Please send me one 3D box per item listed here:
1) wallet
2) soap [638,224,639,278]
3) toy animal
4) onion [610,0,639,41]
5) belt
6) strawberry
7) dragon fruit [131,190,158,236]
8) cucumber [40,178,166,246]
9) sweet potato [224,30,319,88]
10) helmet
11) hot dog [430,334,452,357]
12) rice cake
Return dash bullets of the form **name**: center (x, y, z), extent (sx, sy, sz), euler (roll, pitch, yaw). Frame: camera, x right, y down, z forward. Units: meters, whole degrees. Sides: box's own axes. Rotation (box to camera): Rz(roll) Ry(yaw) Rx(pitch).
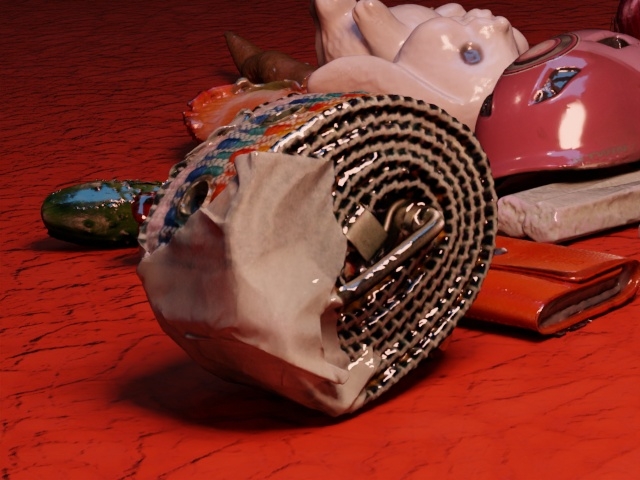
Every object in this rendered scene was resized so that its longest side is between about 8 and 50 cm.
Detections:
- **wallet**: center (0.141, 0.029, 1.612), extent (0.204, 0.045, 0.142), euler (10, 21, 42)
- **soap**: center (0.353, -0.011, 1.661), extent (0.122, 0.065, 0.203), euler (3, 17, 27)
- **toy animal**: center (0.108, -0.175, 2.154), extent (0.249, 0.174, 0.289), euler (6, 12, -8)
- **onion**: center (0.499, -0.272, 2.331), extent (0.314, 0.232, 0.314), euler (-22, -3, -1)
- **belt**: center (0.000, 0.000, 1.421), extent (0.257, 0.207, 0.150), euler (-37, 22, -28)
- **strawberry**: center (-0.077, -0.124, 2.184), extent (0.147, 0.082, 0.187), euler (-4, 20, 24)
- **dragon fruit**: center (-0.076, -0.034, 1.791), extent (0.192, 0.122, 0.092), euler (-7, 30, -19)
- **cucumber**: center (-0.153, -0.029, 1.885), extent (0.227, 0.069, 0.069), euler (-3, 15, -9)
- **sweet potato**: center (-0.065, -0.218, 2.557), extent (0.059, 0.067, 0.281), euler (-53, 26, -5)
- **helmet**: center (0.248, -0.132, 1.938), extent (0.198, 0.154, 0.253), euler (-11, -6, 41)
- **hot dog**: center (0.068, 0.063, 1.533), extent (0.056, 0.041, 0.133), euler (-15, 22, -9)
- **rice cake**: center (0.274, -0.037, 1.830), extent (0.226, 0.040, 0.085), euler (-13, 18, -29)
